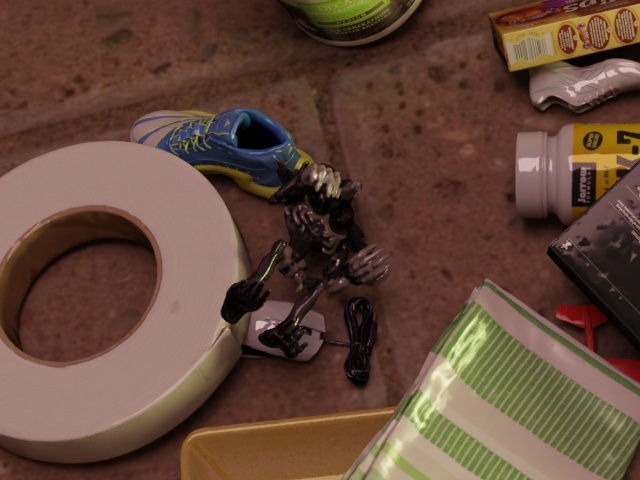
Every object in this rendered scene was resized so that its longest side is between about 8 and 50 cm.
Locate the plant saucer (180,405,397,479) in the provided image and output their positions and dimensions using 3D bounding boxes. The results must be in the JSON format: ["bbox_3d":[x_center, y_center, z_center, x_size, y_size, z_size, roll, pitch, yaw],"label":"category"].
[{"bbox_3d":[0.028,0.345,1.847,0.333,0.081,0.332,-7,59,5],"label":"plant saucer"}]

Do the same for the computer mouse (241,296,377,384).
[{"bbox_3d":[-0.033,0.104,2.016,0.193,0.042,0.106,5,62,12],"label":"computer mouse"}]

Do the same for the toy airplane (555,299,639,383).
[{"bbox_3d":[0.300,0.126,1.959,0.151,0.028,0.151,-3,60,5],"label":"toy airplane"}]

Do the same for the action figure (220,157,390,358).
[{"bbox_3d":[0.000,0.000,1.980,0.141,0.164,0.275,-23,28,42],"label":"action figure"}]

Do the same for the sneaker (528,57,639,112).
[{"bbox_3d":[0.322,-0.180,2.121,0.152,0.053,0.061,-1,65,17],"label":"sneaker"}]

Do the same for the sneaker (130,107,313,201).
[{"bbox_3d":[-0.122,-0.127,2.113,0.240,0.126,0.091,14,64,16],"label":"sneaker"}]

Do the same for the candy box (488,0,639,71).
[{"bbox_3d":[0.303,-0.258,2.134,0.187,0.053,0.109,-14,21,2],"label":"candy box"}]

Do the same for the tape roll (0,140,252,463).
[{"bbox_3d":[-0.267,0.065,2.035,0.392,0.072,0.392,-7,59,12],"label":"tape roll"}]

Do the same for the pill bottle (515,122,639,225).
[{"bbox_3d":[0.327,-0.074,2.017,0.208,0.119,0.119,0,60,9],"label":"pill bottle"}]

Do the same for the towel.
[{"bbox_3d":[0.189,0.215,1.832,0.248,0.038,0.325,34,56,3],"label":"towel"}]

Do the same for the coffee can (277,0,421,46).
[{"bbox_3d":[-0.002,-0.378,2.125,0.201,0.275,0.201,-8,69,21],"label":"coffee can"}]

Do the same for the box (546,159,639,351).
[{"bbox_3d":[0.394,0.042,1.885,0.184,0.103,0.261,-42,82,-2],"label":"box"}]
